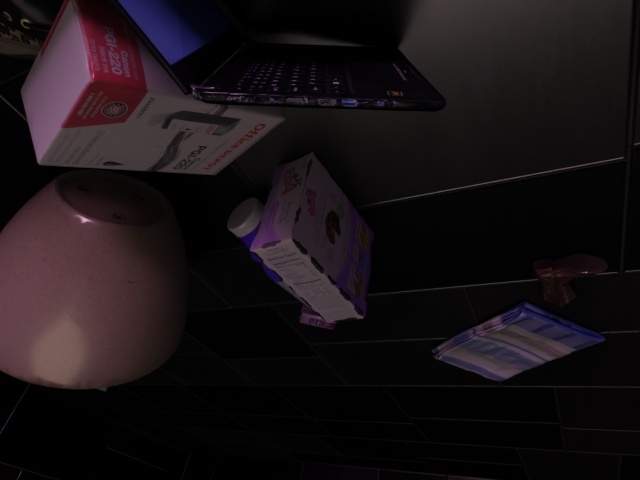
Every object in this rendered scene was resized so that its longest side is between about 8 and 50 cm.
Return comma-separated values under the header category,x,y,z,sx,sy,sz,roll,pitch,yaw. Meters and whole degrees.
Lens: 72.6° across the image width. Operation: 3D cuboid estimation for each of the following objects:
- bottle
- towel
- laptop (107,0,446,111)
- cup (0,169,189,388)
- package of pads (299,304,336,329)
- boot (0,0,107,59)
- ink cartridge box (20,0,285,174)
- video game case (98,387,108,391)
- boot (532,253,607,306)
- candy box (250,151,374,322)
category,x,y,z,sx,sy,sz,roll,pitch,yaw
bottle,-0.037,0.037,0.758,0.118,0.092,0.283,-17,134,39
towel,0.404,0.228,0.926,0.210,0.034,0.285,22,141,-14
laptop,-0.045,-0.204,0.352,0.265,0.234,0.136,2,122,0
cup,-0.354,0.029,0.699,0.332,0.331,0.236,21,116,-11
package of pads,-0.004,0.170,0.969,0.084,0.031,0.050,13,145,0
boot,-0.274,-0.275,0.437,0.237,0.085,0.178,8,139,4
ink cartridge box,-0.173,-0.146,0.475,0.159,0.092,0.218,-25,169,40
video game case,-0.474,0.122,0.846,0.245,0.269,0.061,24,139,-15
boot,0.415,0.071,0.718,0.107,0.037,0.114,-2,139,39
candy box,0.000,0.000,0.641,0.070,0.164,0.196,-15,134,30
